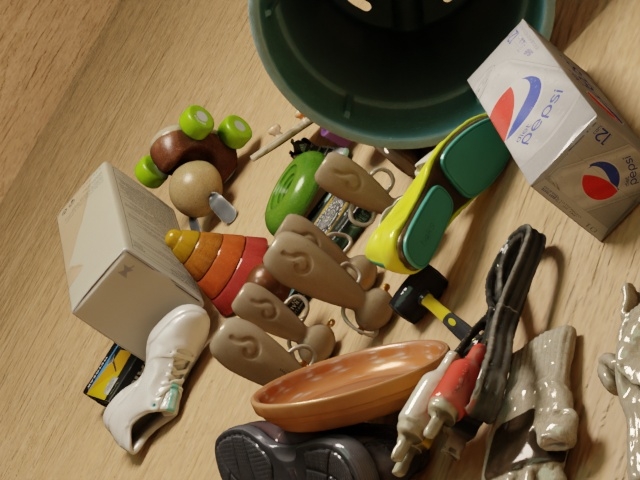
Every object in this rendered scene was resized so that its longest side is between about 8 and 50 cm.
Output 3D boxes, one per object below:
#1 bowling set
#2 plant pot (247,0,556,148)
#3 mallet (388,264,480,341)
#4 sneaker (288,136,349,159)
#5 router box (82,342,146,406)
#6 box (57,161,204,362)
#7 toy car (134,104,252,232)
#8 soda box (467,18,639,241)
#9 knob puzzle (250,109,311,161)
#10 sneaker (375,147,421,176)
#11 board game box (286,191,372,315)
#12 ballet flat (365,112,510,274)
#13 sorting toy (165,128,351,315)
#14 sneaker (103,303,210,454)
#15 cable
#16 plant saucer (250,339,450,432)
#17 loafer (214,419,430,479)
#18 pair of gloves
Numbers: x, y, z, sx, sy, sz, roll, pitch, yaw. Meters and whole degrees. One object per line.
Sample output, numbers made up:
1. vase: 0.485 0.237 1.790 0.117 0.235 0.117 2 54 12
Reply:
1. bowling set: 0.002 0.054 1.669 0.287 0.154 0.200 -58 3 -6
2. plant pot: 0.095 -0.326 1.790 0.341 0.341 0.334 -46 15 19
3. mallet: 0.119 0.083 1.481 0.062 0.039 0.189 -48 26 8
4. sneaker: -0.010 -0.119 2.004 0.098 0.069 0.038 -20 39 55
5. router box: -0.259 0.160 2.132 0.179 0.046 0.133 -59 22 -14
6. box: -0.274 0.025 2.102 0.121 0.148 0.311 -47 25 11
7. toy car: -0.178 -0.083 2.280 0.155 0.149 0.188 -44 52 33
8. soda box: 0.233 -0.115 1.455 0.091 0.098 0.286 -48 23 16
9. knob puzzle: -0.004 -0.183 2.046 0.213 0.030 0.213 -34 3 2
10. sneaker: 0.097 -0.142 1.822 0.071 0.066 0.188 -48 22 12
11. board game box: 0.000 0.000 1.862 0.186 0.026 0.126 -52 21 5
12. ballet flat: 0.120 -0.053 1.573 0.077 0.077 0.231 -4 40 49
13. sorting toy: -0.088 -0.067 1.944 0.365 0.126 0.127 -54 17 27
14. sneaker: -0.202 0.188 1.954 0.212 0.080 0.094 -58 32 8
15. cable: 0.142 0.078 1.330 0.287 0.072 0.139 -66 5 -31
16. plant saucer: 0.032 0.143 1.437 0.200 0.037 0.200 -15 5 1
17. loafer: -0.002 0.223 1.466 0.095 0.109 0.302 -17 4 -30
18. pair of gloves: 0.220 0.123 1.198 0.240 0.042 0.204 -31 30 43
